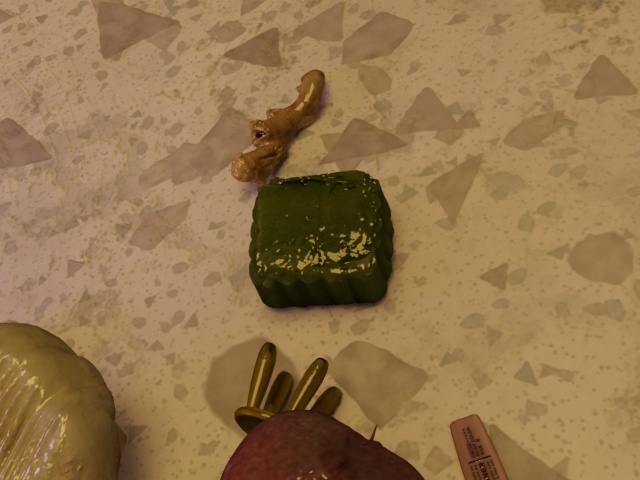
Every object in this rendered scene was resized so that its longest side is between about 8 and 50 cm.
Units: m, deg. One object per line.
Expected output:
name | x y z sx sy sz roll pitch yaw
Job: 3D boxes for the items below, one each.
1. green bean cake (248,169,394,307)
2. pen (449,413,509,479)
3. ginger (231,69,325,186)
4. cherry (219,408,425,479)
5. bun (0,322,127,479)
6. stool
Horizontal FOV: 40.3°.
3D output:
green bean cake | 0.000 0.000 1.312 0.214 0.113 0.200 -7 53 13
pen | 0.208 0.307 1.073 0.053 0.032 0.197 -20 50 3
ginger | -0.068 -0.204 1.508 0.089 0.075 0.288 35 63 -9
cherry | -0.006 0.332 0.993 0.261 0.221 0.307 28 48 20
bun | -0.431 0.290 1.178 0.365 0.219 0.365 -6 70 17
stool | -0.045 0.216 1.174 0.134 0.135 0.110 37 61 -12
